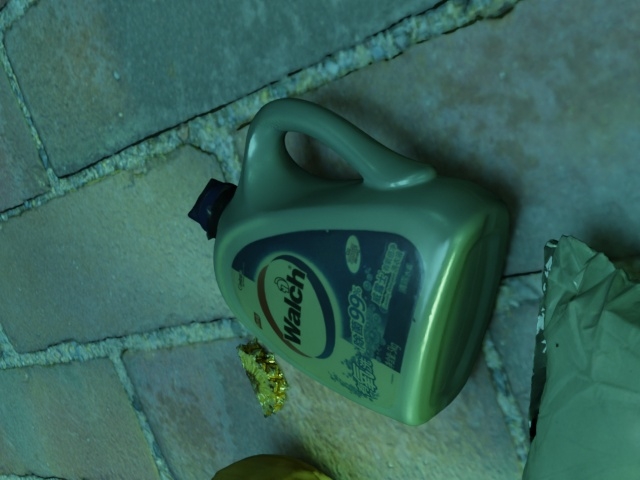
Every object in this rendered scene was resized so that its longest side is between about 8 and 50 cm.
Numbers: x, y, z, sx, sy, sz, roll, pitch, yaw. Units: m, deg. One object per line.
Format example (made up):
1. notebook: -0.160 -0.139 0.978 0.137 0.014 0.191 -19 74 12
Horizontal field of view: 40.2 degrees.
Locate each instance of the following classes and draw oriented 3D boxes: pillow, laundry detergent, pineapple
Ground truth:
1. pillow: 0.233 0.170 0.526 0.283 0.138 0.310 28 125 43
2. laundry detergent: 0.000 0.000 0.695 0.280 0.105 0.215 31 128 33
3. pineapple: -0.054 0.138 0.871 0.045 0.019 0.083 -13 100 52

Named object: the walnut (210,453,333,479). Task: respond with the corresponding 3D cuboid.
1. walnut: -0.029 0.295 0.823 0.207 0.159 0.159 49 135 7
